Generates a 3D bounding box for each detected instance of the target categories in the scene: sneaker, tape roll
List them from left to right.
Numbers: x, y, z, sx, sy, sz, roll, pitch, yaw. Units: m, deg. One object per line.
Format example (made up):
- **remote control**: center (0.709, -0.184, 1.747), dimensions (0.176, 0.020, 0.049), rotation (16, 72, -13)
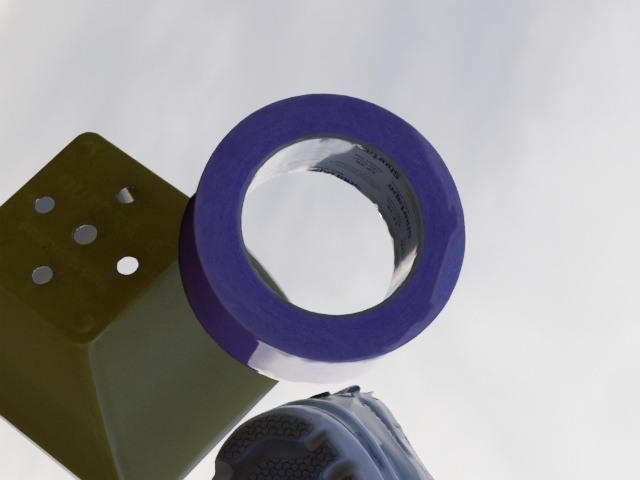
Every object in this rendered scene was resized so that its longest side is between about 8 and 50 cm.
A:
- **tape roll**: center (0.000, 0.000, 1.358), dimensions (0.080, 0.189, 0.189), rotation (128, -24, -71)
- **sneaker**: center (0.058, 0.187, 0.870), dimensions (0.105, 0.281, 0.115), rotation (-19, -174, 27)

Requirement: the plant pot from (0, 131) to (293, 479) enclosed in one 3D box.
- **plant pot**: center (-0.161, 0.046, 1.514), dimensions (0.212, 0.187, 0.212), rotation (34, -112, 27)
